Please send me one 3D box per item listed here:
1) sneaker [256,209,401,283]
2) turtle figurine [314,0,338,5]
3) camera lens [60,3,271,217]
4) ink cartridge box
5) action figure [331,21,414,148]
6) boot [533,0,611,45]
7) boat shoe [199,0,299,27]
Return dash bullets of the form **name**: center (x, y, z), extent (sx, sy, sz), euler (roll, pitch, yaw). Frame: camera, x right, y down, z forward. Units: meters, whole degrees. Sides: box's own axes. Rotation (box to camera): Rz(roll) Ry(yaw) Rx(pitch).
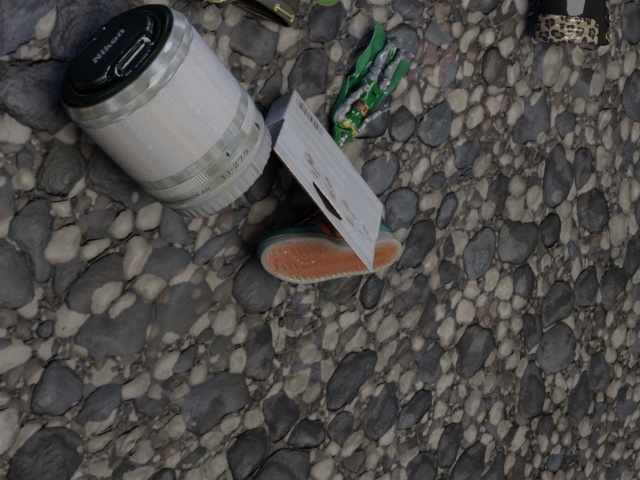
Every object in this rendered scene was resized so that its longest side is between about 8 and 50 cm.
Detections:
- **sneaker**: center (0.000, 0.000, 1.812), extent (0.302, 0.121, 0.108), euler (-1, 129, -37)
- **turtle figurine**: center (0.000, -0.514, 1.551), extent (0.198, 0.266, 0.274), euler (-6, 137, -11)
- **camera lens**: center (-0.227, -0.192, 1.472), extent (0.219, 0.219, 0.274), euler (-53, 131, -14)
- **ink cartridge box**: center (0.000, -0.091, 1.668), extent (0.275, 0.060, 0.239), euler (51, 26, -21)
- **action figure**: center (0.085, -0.267, 1.832), extent (0.137, 0.063, 0.232), euler (39, 81, -45)
- **boot**: center (0.601, -0.563, 2.127), extent (0.377, 0.138, 0.284), euler (-7, 107, -35)
- **boat shoe**: center (-0.144, -0.406, 1.551), extent (0.305, 0.109, 0.091), euler (4, 96, -46)
